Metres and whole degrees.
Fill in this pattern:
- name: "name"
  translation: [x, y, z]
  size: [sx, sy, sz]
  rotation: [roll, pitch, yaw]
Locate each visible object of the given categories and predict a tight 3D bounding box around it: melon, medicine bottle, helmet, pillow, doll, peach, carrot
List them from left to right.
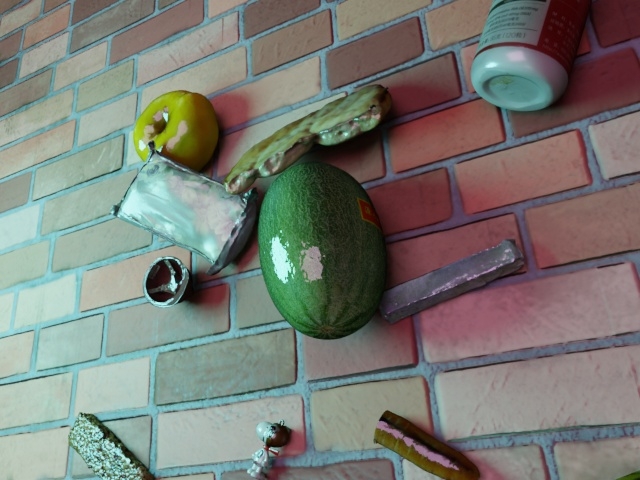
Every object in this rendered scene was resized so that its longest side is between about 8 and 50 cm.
- name: "helmet"
  translation: [-0.251, 0.080, 0.991]
  size: [0.111, 0.057, 0.089]
  rotation: [23, 80, 38]
- name: "peach"
  translation: [-0.274, -0.205, 1.088]
  size: [0.179, 0.103, 0.179]
  rotation: [-8, 72, 27]
- name: "pillow"
  translation: [-0.230, -0.058, 0.999]
  size: [0.255, 0.059, 0.169]
  rotation: [27, 95, 15]
- name: "doll"
  translation: [-0.076, 0.300, 0.823]
  size: [0.058, 0.040, 0.085]
  rotation: [-8, 62, 39]
- name: "melon"
  translation: [0.000, 0.000, 0.813]
  size: [0.182, 0.182, 0.288]
  rotation: [-22, 58, 19]
- name: "carrot"
  translation: [0.133, 0.267, 0.718]
  size: [0.139, 0.048, 0.048]
  rotation: [23, 83, 32]
- name: "medicine bottle"
  translation: [0.304, -0.317, 0.802]
  size: [0.131, 0.131, 0.250]
  rotation: [13, 78, 32]

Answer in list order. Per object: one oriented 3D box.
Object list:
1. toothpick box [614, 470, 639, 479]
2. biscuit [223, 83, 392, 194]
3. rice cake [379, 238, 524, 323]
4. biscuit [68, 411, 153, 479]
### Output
- name: "toothpick box"
  translation: [0.329, 0.329, 0.467]
  size: [0.175, 0.175, 0.271]
  rotation: [-42, 78, 8]
- name: "biscuit"
  translation: [-0.021, -0.168, 0.932]
  size: [0.299, 0.045, 0.154]
  rotation: [-24, 26, 11]
- name: "rice cake"
  translation: [0.175, 0.057, 0.784]
  size: [0.210, 0.034, 0.043]
  rotation: [-25, 52, 19]
- name: "biscuit"
  translation: [-0.354, 0.360, 0.951]
  size: [0.199, 0.034, 0.064]
  rotation: [25, 83, 33]
